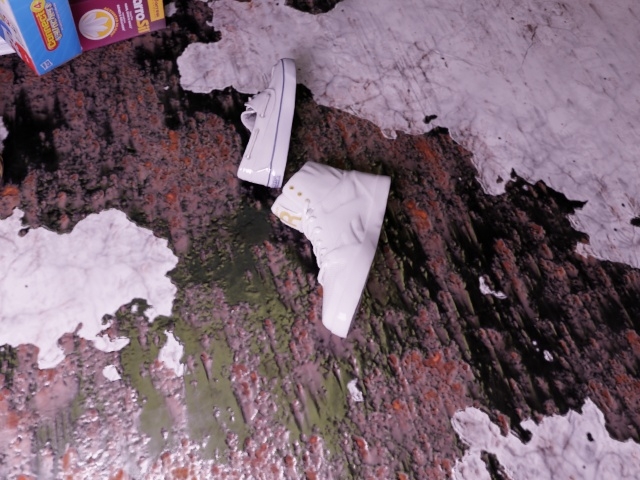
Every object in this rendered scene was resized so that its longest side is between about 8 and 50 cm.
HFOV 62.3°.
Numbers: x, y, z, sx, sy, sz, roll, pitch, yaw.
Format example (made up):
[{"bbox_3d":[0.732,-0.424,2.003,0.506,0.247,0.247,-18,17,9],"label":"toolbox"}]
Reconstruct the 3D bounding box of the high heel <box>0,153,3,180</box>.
[{"bbox_3d":[-0.544,-0.180,0.755,0.093,0.186,0.261,-23,67,-19],"label":"high heel"}]

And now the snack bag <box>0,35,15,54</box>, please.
[{"bbox_3d":[-0.681,-0.400,0.914,0.323,0.037,0.342,-22,57,-23],"label":"snack bag"}]

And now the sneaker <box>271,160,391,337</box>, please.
[{"bbox_3d":[0.000,0.000,0.793,0.169,0.108,0.292,15,51,2],"label":"sneaker"}]

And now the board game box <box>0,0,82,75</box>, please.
[{"bbox_3d":[-0.493,-0.443,0.739,0.302,0.308,0.086,45,67,6],"label":"board game box"}]

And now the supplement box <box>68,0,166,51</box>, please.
[{"bbox_3d":[-0.387,-0.425,0.959,0.188,0.104,0.081,-26,69,-20],"label":"supplement box"}]

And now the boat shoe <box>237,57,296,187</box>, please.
[{"bbox_3d":[-0.090,-0.211,0.892,0.084,0.095,0.258,9,60,-9],"label":"boat shoe"}]
